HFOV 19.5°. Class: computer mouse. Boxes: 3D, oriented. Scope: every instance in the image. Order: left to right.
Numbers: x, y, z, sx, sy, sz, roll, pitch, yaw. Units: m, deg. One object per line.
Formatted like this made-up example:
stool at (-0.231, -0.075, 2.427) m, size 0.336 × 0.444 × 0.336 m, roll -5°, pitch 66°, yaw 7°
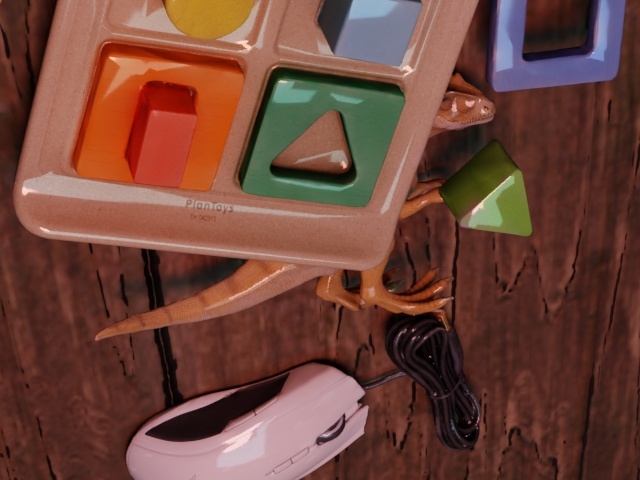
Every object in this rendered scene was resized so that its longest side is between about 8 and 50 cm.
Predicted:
computer mouse at (-0.008, 0.103, 1.002) m, size 0.193 × 0.042 × 0.106 m, roll -20°, pitch 137°, yaw -3°

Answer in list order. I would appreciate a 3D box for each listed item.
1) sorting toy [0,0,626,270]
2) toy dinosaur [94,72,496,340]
sorting toy at (-0.025, -0.075, 0.789) m, size 0.347 × 0.047 × 0.196 m, roll 6°, pitch 118°, yaw -21°
toy dinosaur at (0.000, 0.000, 0.907) m, size 0.211 × 0.064 × 0.112 m, roll -41°, pitch 121°, yaw 4°
